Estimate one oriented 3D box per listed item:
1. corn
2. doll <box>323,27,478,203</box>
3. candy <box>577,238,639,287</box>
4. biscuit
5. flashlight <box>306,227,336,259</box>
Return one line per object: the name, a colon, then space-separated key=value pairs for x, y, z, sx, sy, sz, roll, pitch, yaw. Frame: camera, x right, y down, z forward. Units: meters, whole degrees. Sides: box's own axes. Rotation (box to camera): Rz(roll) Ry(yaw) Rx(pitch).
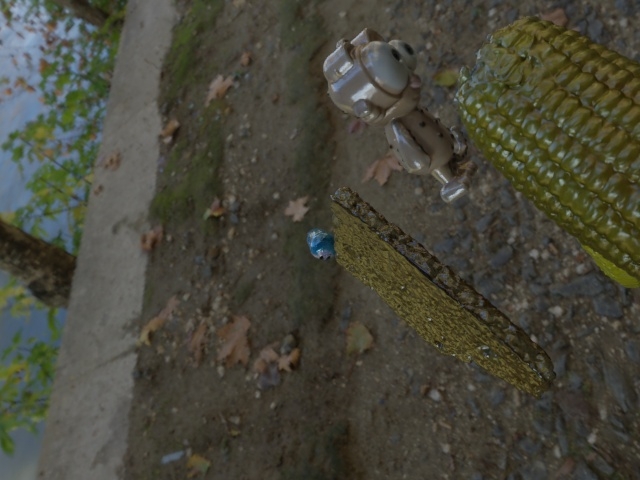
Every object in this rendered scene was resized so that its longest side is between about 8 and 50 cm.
corn: x=0.245 y=-0.026 z=0.466 sx=0.344 sy=0.131 sz=0.131 roll=38 pitch=88 yaw=18
doll: x=0.121 y=-0.179 z=0.984 sx=0.119 sy=0.278 sz=0.154 roll=-34 pitch=22 yaw=36
candy: x=0.424 y=-0.002 z=0.987 sx=0.094 sy=0.199 sz=0.106 roll=-47 pitch=36 yaw=-6
biscuit: x=0.098 y=0.054 z=0.600 sx=0.026 sy=0.131 sz=0.237 roll=-42 pitch=66 yaw=-16
flashlight: x=0.000 y=0.000 z=1.246 sx=0.051 sy=0.051 sz=0.129 roll=-46 pitch=15 yaw=4
